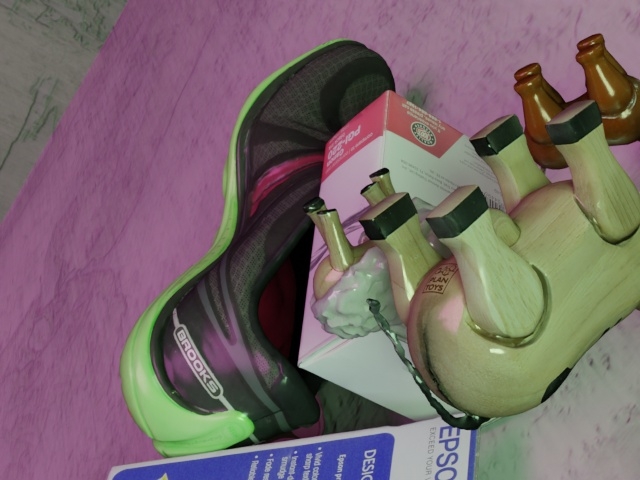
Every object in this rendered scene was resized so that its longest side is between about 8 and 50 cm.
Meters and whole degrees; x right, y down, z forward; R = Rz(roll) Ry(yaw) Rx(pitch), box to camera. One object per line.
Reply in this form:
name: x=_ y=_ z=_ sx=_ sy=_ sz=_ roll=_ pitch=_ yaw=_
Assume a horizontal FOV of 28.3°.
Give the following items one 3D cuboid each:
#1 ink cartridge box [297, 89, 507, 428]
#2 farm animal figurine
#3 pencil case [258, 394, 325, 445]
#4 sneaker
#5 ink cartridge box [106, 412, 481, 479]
ink cartridge box: x=0.078 y=0.020 z=0.973 sx=0.092 sy=0.158 sz=0.218 roll=-37 pitch=35 yaw=42
farm animal figurine: x=0.178 y=-0.001 z=0.730 sx=0.326 sy=0.172 sz=0.330 roll=-31 pitch=14 yaw=-11
pencil case: x=-0.064 y=0.139 z=1.231 sx=0.209 sy=0.095 sz=0.098 roll=-116 pitch=42 yaw=-63
sneaker: x=0.000 y=0.000 z=1.137 sx=0.202 sy=0.185 sz=0.483 roll=-9 pitch=43 yaw=32
ink cartridge box: x=-0.038 y=0.264 z=0.855 sx=0.307 sy=0.072 sz=0.304 roll=-10 pitch=36 yaw=18
